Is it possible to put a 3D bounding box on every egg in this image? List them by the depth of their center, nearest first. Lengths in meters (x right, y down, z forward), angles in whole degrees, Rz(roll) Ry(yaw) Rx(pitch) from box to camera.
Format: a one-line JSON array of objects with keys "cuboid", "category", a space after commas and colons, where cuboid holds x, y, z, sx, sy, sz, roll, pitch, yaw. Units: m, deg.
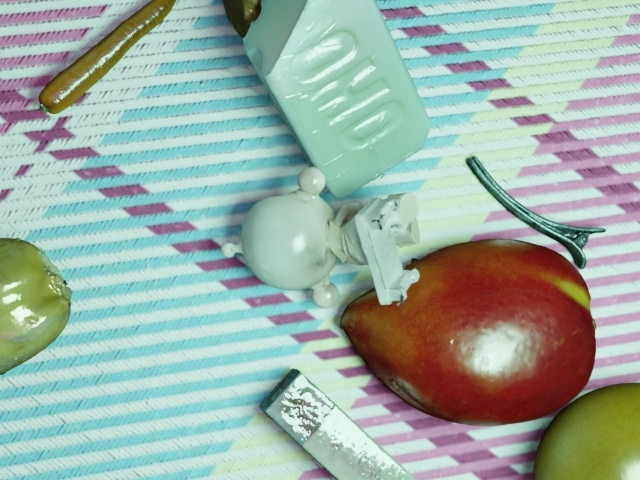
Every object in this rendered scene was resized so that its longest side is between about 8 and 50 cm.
[{"cuboid": [0.448, 0.320, 1.521, 0.322, 0.250, 0.250, 2, 87, -19], "category": "egg"}]

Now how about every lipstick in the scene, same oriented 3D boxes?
[{"cuboid": [0.077, 0.329, 1.537, 0.371, 0.080, 0.076, 43, 81, -5], "category": "lipstick"}]

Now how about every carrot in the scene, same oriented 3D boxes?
[{"cuboid": [-0.286, -0.258, 1.513, 0.248, 0.043, 0.043, -43, 96, -11], "category": "carrot"}]

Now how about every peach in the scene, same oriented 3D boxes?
[{"cuboid": [0.215, 0.121, 1.509, 0.361, 0.201, 0.258, 5, 88, -10], "category": "peach"}]

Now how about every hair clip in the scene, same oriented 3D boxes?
[{"cuboid": [0.303, -0.046, 1.615, 0.229, 0.039, 0.070, 32, 84, -7], "category": "hair clip"}]

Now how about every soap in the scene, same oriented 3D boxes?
[{"cuboid": [0.021, -0.214, 1.463, 0.172, 0.095, 0.289, -32, 128, -2], "category": "soap"}]

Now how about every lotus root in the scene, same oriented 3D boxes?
[{"cuboid": [-0.483, 0.112, 1.408, 0.342, 0.151, 0.169, -24, 105, -9], "category": "lotus root"}]

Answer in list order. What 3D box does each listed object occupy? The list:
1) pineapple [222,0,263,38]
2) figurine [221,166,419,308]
[{"cuboid": [0.041, -0.386, 1.519, 0.364, 0.165, 0.166, -20, 91, -12], "category": "pineapple"}, {"cuboid": [-0.002, 0.010, 1.486, 0.256, 0.182, 0.145, -4, 45, 25], "category": "figurine"}]
